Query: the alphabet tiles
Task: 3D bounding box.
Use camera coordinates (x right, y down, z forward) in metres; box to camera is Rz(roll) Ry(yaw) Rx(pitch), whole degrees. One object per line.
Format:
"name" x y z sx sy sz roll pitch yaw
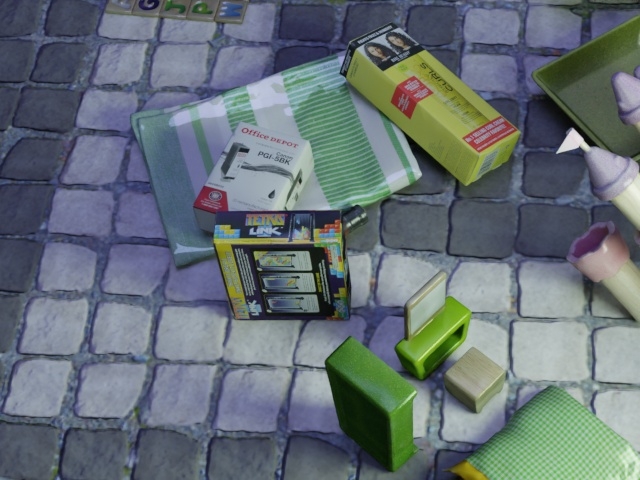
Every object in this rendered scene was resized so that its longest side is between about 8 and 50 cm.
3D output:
"alphabet tiles" -0.183 -0.405 1.998 0.198 0.009 0.237 6 56 10

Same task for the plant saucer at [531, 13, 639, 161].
"plant saucer" 0.393 -0.180 1.762 0.188 0.045 0.188 -29 57 -14

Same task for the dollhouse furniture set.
"dollhouse furniture set" 0.183 0.187 1.460 0.197 0.151 0.301 -41 61 -21

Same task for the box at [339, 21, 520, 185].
"box" 0.135 -0.173 1.747 0.087 0.058 0.232 -29 64 -34

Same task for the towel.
"towel" -0.059 -0.115 1.766 0.325 0.038 0.248 -17 56 -7

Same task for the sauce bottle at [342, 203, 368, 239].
"sauce bottle" 0.000 0.000 1.678 0.128 0.042 0.042 -33 59 -19

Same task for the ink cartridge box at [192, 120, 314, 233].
"ink cartridge box" -0.080 -0.068 1.684 0.099 0.056 0.135 16 61 17

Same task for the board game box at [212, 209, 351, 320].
"board game box" -0.040 0.030 1.581 0.141 0.170 0.048 1 57 5

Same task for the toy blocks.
"toy blocks" 0.414 -0.105 1.501 0.260 0.309 0.288 46 62 -15
